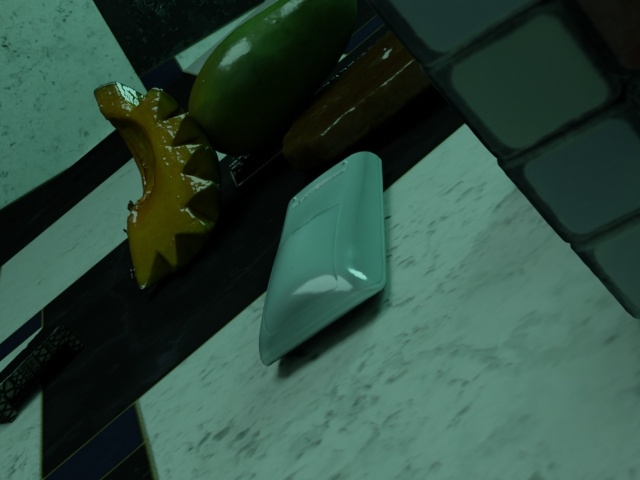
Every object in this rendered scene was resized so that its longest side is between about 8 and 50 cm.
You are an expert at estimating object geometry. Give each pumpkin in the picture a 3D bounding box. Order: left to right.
[{"bbox_3d":[-0.154,-0.066,1.347,0.130,0.254,0.149,-24,-23,15],"label":"pumpkin"}]

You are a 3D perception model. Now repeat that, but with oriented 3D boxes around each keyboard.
[{"bbox_3d":[0.014,-0.175,1.438,0.317,0.027,0.106,-39,16,2],"label":"keyboard"}]

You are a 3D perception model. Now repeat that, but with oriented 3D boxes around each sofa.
[{"bbox_3d":[-0.315,0.143,1.278,0.060,0.039,0.118,-19,26,54],"label":"sofa"}]

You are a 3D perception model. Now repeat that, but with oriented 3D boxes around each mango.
[{"bbox_3d":[-0.054,-0.208,1.379,0.251,0.114,0.156,-52,-22,-8],"label":"mango"}]

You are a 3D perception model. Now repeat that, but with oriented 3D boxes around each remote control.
[{"bbox_3d":[0.001,0.001,0.942,0.103,0.051,0.293,-35,15,16],"label":"remote control"}]

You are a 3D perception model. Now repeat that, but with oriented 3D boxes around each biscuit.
[{"bbox_3d":[0.067,-0.166,1.249,0.257,0.049,0.273,-39,12,8],"label":"biscuit"}]

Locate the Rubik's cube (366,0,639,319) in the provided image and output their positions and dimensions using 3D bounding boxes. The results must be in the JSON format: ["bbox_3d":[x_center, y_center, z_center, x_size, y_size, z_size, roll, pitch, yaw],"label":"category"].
[{"bbox_3d":[0.178,-0.166,0.549,0.253,0.259,0.256,-30,31,26],"label":"Rubik's cube"}]
